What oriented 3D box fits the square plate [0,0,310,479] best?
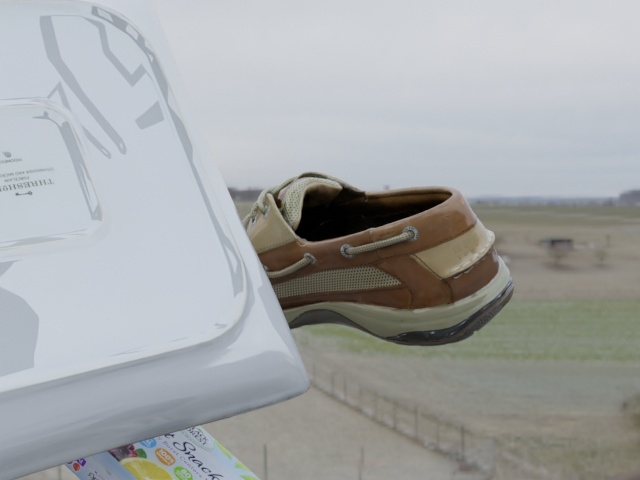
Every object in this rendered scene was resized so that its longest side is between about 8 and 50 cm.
[{"bbox_3d":[-0.197,-0.029,0.614,0.347,0.344,0.049,-11,-20,-38],"label":"square plate"}]

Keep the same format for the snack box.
[{"bbox_3d":[-0.114,0.162,0.715,0.141,0.037,0.100,39,19,13],"label":"snack box"}]

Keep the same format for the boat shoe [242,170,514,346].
[{"bbox_3d":[0.000,0.000,0.811,0.324,0.120,0.122,0,31,36],"label":"boat shoe"}]
